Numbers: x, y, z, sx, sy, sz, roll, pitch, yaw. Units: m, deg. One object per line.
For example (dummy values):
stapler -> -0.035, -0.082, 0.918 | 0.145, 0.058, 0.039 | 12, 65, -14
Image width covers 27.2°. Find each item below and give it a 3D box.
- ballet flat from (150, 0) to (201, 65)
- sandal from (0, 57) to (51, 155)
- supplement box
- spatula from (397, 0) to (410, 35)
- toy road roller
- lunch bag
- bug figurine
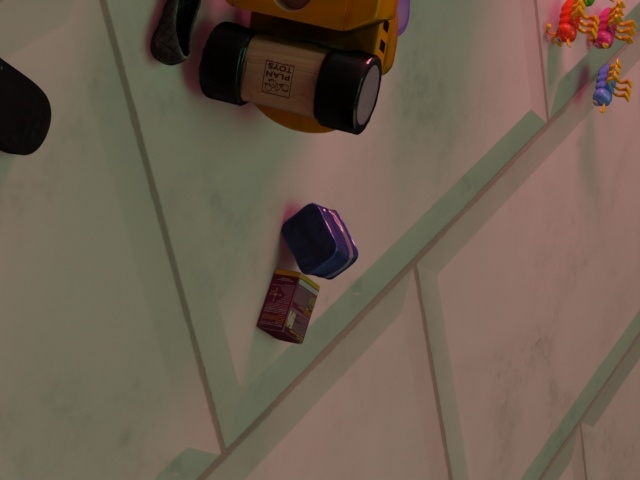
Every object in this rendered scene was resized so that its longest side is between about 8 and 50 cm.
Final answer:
ballet flat -> -0.144, -0.276, 1.479 | 0.057, 0.049, 0.173 | 27, 75, -56
sandal -> -0.331, -0.156, 1.220 | 0.254, 0.054, 0.097 | 29, 73, -55
supplement box -> -0.041, 0.086, 1.725 | 0.055, 0.043, 0.083 | 40, 64, -53
spatula -> 0.125, -0.425, 1.828 | 0.084, 0.030, 0.296 | -12, 125, -47
toy road roller -> 0.002, -0.291, 1.554 | 0.240, 0.202, 0.329 | -35, 137, -67
lunch bag -> 0.000, 0.000, 1.727 | 0.065, 0.067, 0.098 | 19, 41, -56
bug figurine -> 0.499, -0.379, 2.408 | 0.279, 0.072, 0.216 | 48, 52, -44
